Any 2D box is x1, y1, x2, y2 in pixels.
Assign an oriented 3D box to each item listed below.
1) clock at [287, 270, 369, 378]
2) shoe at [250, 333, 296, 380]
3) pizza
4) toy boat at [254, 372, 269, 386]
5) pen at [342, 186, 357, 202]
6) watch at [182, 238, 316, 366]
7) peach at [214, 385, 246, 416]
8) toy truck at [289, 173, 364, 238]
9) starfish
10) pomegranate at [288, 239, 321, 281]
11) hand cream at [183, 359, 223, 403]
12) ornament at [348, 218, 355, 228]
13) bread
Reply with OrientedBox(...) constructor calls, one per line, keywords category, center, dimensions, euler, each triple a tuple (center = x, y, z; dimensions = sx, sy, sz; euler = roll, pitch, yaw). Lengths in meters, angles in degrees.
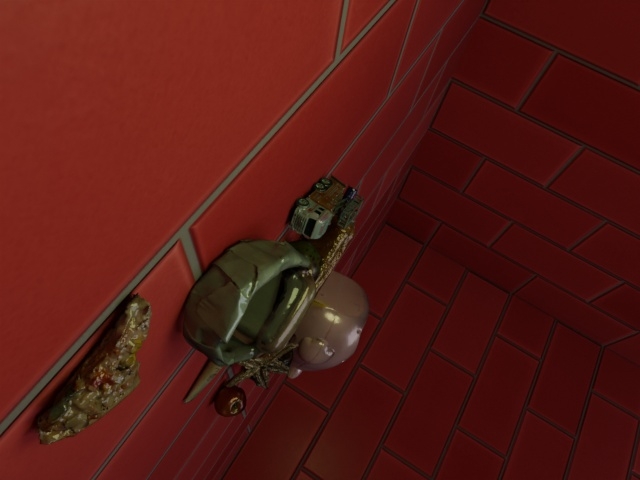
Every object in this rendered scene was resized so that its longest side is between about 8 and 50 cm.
OrientedBox(category="clock", center=(0.007, 0.304, 1.614), dimensions=(0.368, 0.250, 0.377), euler=(-74, -169, -52))
OrientedBox(category="shoe", center=(-0.153, 0.363, 1.467), dimensions=(0.114, 0.137, 0.291), euler=(-47, 165, -50))
OrientedBox(category="pizza", center=(-0.257, 0.156, 0.575), dimensions=(0.195, 0.052, 0.185), euler=(-62, 173, 12))
OrientedBox(category="toy boat", center=(-0.196, 0.449, 1.646), dimensions=(0.108, 0.099, 0.293), euler=(-54, 177, -36))
OrientedBox(category="pen", center=(0.044, -0.056, 1.512), dimensions=(0.269, 0.033, 0.033), euler=(-61, 170, 8))
OrientedBox(category="watch", center=(-0.134, 0.103, 0.827), dimensions=(0.253, 0.162, 0.241), euler=(-60, 158, -14))
OrientedBox(category="peach", center=(-0.273, 0.480, 1.362), dimensions=(0.101, 0.101, 0.101), euler=(-57, 170, -15))
OrientedBox(category="toy truck", center=(0.012, -0.069, 1.068), dimensions=(0.178, 0.115, 0.080), euler=(-47, 164, -47))
OrientedBox(category="starfish", center=(-0.167, 0.368, 1.340), dimensions=(0.240, 0.043, 0.227), euler=(-31, 140, 1))
OrientedBox(category="pomegranate", center=(-0.052, 0.059, 1.105), dimensions=(0.130, 0.130, 0.130), euler=(-57, 170, -15))
OrientedBox(category="hand cream", center=(-0.268, 0.322, 1.067), dimensions=(0.143, 0.039, 0.061), euler=(-55, 173, 5))
OrientedBox(category="ornament", center=(0.113, -0.049, 1.866), dimensions=(0.068, 0.041, 0.092), euler=(-39, -164, 35))
OrientedBox(category="bread", center=(-0.026, 0.047, 1.213), dimensions=(0.271, 0.139, 0.077), euler=(-56, 140, -5))
